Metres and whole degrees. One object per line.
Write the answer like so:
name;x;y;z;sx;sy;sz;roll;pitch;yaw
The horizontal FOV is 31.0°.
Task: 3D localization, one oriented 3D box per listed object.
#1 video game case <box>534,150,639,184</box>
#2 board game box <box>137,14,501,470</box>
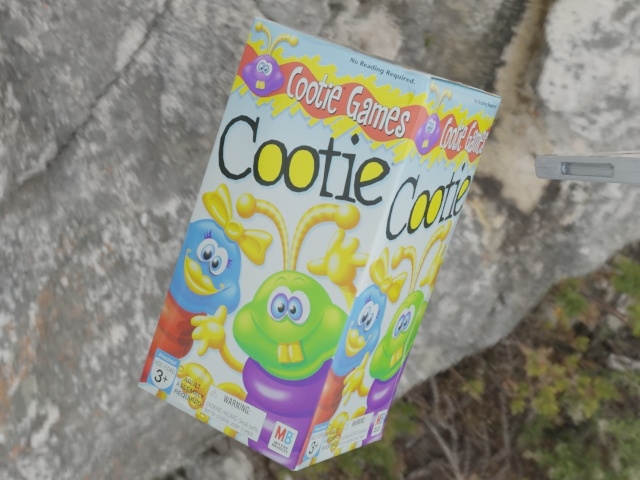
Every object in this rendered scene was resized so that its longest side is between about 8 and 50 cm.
video game case;0.312;-0.062;0.943;0.212;0.193;0.023;-4;96;-14
board game box;0.000;0.000;0.829;0.142;0.144;0.275;-1;111;-63
